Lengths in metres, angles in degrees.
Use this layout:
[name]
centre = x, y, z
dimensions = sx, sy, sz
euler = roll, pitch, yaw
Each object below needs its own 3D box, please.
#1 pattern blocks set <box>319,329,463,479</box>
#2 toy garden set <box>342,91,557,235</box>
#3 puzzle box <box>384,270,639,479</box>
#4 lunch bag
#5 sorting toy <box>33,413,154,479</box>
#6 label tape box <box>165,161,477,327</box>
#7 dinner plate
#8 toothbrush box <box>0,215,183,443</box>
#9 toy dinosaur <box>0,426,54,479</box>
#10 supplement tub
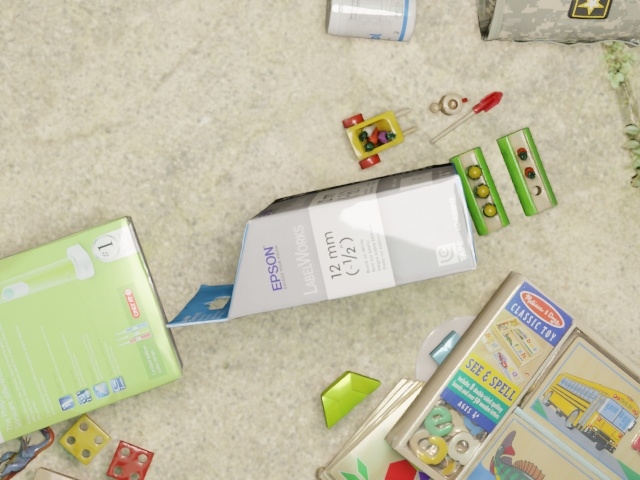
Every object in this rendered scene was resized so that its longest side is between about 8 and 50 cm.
[pattern blocks set]
centre = 0.106, 0.282, 1.675
dimensions = 0.325, 0.026, 0.285
euler = -34, 103, -4
[toy garden set]
centre = 0.158, -0.094, 1.669
dimensions = 0.244, 0.049, 0.204
euler = -22, 94, -5
[puzzle box]
centre = 0.320, 0.265, 1.674
dimensions = 0.409, 0.052, 0.272
euler = 37, 88, -13
[lunch bag]
centre = 0.317, -0.380, 1.622
dimensions = 0.235, 0.169, 0.287
euler = -3, 100, -9
[sorting toy]
centre = -0.306, 0.352, 1.636
dimensions = 0.132, 0.046, 0.275
euler = 20, 90, -6
[label tape box]
centre = 0.000, 0.000, 1.525
dimensions = 0.347, 0.249, 0.115
euler = -10, 96, 6
[dinner plate]
centre = 0.193, 0.168, 1.700
dimensions = 0.141, 0.017, 0.141
euler = 0, 91, -5
[toothbrush box]
centre = -0.330, 0.110, 1.588
dimensions = 0.283, 0.122, 0.206
euler = -20, 94, -6
[toy dinosaur]
centre = -0.369, 0.266, 1.641
dimensions = 0.082, 0.047, 0.090
euler = -13, 127, -14
[supplement tub]
centre = 0.063, -0.286, 1.642
dimensions = 0.107, 0.071, 0.071
euler = 4, 92, -5
